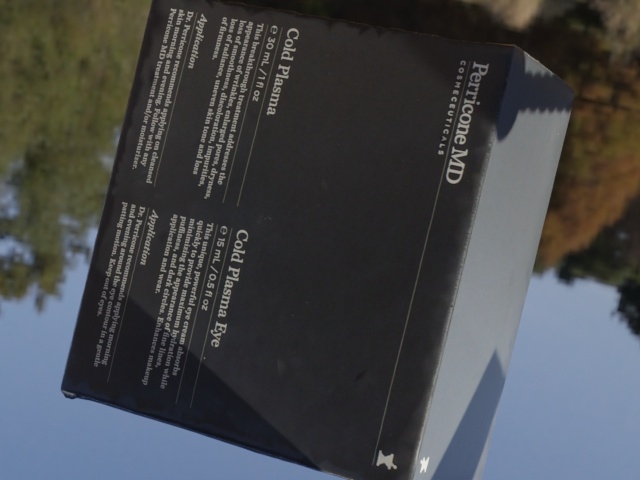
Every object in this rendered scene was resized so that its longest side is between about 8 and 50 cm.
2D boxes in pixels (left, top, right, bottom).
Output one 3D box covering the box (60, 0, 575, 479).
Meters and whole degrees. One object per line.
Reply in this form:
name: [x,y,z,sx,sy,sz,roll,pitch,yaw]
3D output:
box: [0.000,0.000,1.181,0.313,0.343,0.179,14,-179,26]
